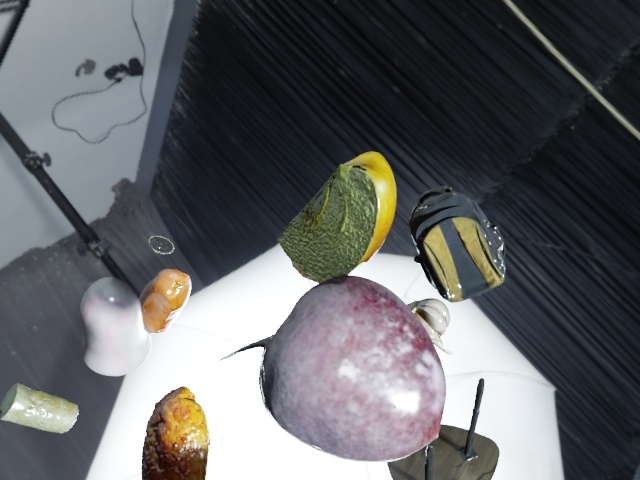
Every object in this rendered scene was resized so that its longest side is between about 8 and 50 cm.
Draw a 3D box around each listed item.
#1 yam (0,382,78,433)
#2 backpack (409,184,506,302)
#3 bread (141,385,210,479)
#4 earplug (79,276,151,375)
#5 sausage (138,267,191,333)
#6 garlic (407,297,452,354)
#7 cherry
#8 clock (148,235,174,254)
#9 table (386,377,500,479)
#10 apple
[{"bbox_3d":[-0.835,0.504,1.551,0.194,0.107,0.107,34,109,-34],"label":"yam"},{"bbox_3d":[0.309,-0.001,1.209,0.206,0.258,0.133,-25,-179,11],"label":"backpack"},{"bbox_3d":[-0.224,0.356,0.773,0.139,0.095,0.269,2,-102,60],"label":"bread"},{"bbox_3d":[-0.498,0.185,1.243,0.172,0.172,0.301,-34,159,-33],"label":"earplug"},{"bbox_3d":[-0.454,0.173,1.494,0.133,0.133,0.258,-27,160,-52],"label":"sausage"},{"bbox_3d":[0.341,0.258,1.552,0.127,0.194,0.131,-33,175,12],"label":"garlic"},{"bbox_3d":[0.032,0.152,0.638,0.213,0.266,0.183,-58,166,-8],"label":"cherry"},{"bbox_3d":[-0.479,0.013,1.572,0.010,0.074,0.083,-50,160,27],"label":"clock"},{"bbox_3d":[0.287,0.499,1.374,0.317,0.317,0.249,-33,125,-37],"label":"table"},{"bbox_3d":[0.046,-0.040,1.151,0.346,0.179,0.254,-44,-167,41],"label":"apple"}]
